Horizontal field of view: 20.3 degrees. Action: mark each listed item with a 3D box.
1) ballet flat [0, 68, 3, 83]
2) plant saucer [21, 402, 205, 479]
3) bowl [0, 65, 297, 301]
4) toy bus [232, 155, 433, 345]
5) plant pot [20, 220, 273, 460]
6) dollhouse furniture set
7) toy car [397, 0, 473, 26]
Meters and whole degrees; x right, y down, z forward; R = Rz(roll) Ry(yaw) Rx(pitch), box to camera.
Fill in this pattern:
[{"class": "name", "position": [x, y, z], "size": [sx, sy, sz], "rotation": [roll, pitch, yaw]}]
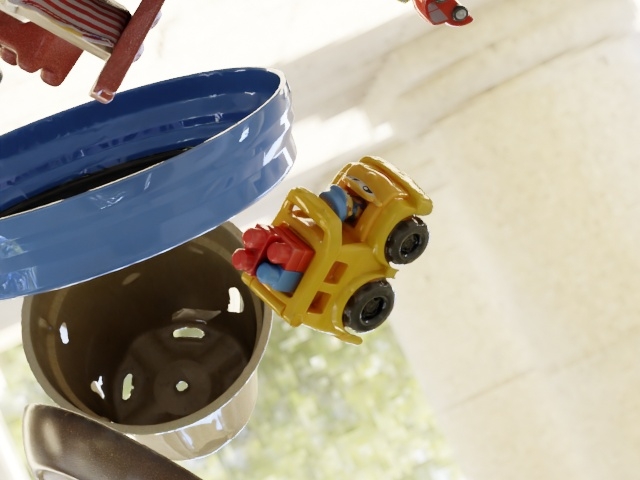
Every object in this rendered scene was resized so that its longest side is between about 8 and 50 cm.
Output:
[{"class": "ballet flat", "position": [-0.394, -0.180, 1.669], "size": [0.203, 0.074, 0.074], "rotation": [5, 164, -17]}, {"class": "plant saucer", "position": [-0.155, 0.255, 1.658], "size": [0.050, 0.310, 0.310], "rotation": [-58, -174, -19]}, {"class": "bowl", "position": [-0.204, -0.050, 1.577], "size": [0.391, 0.077, 0.391], "rotation": [-17, -164, 5]}, {"class": "toy bus", "position": [0.000, 0.000, 2.175], "size": [0.211, 0.149, 0.220], "rotation": [13, 112, -46]}, {"class": "plant pot", "position": [-0.214, 0.156, 2.461], "size": [0.333, 0.334, 0.305], "rotation": [-25, 155, -6]}, {"class": "dollhouse furniture set", "position": [-0.201, -0.204, 1.206], "size": [0.152, 0.201, 0.374], "rotation": [-62, -170, -1]}, {"class": "toy car", "position": [0.081, -0.358, 2.221], "size": [0.053, 0.225, 0.239], "rotation": [-42, 164, 11]}]
